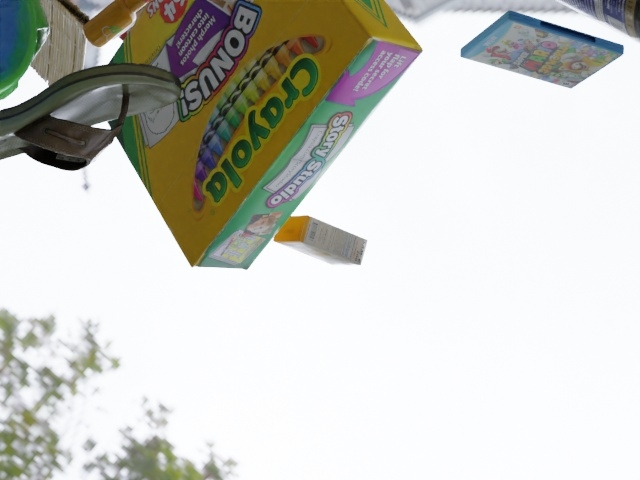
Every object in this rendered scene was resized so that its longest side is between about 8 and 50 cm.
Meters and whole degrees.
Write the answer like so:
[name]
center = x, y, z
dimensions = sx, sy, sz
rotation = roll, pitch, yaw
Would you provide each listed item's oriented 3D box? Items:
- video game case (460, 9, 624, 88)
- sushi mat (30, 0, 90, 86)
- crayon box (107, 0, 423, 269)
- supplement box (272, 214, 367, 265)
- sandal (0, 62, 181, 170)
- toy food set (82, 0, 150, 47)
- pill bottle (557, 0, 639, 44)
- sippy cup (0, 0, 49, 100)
[video game case]
center = 0.274, -0.235, 1.748
dimensions = 0.119, 0.166, 0.015
rotation = 147, -48, -61
[sushi mat]
center = -0.419, -0.315, 2.195
dimensions = 0.151, 0.316, 0.019
rotation = 46, -112, 5
[crayon box]
center = -0.091, -0.199, 1.673
dimensions = 0.363, 0.106, 0.313
rotation = -51, -126, 27
[supplement box]
center = 0.000, 0.000, 1.737
dimensions = 0.062, 0.098, 0.036
rotation = 0, -109, 54
[sandal]
center = -0.290, -0.111, 1.536
dimensions = 0.303, 0.120, 0.086
rotation = -21, -103, -2
[toy food set]
center = -0.229, -0.286, 2.005
dimensions = 0.104, 0.232, 0.111
rotation = -35, -133, 17
[pill bottle]
center = 0.283, -0.280, 1.389
dimensions = 0.123, 0.123, 0.219
rotation = -46, -129, -8
[sippy cup]
center = -0.447, -0.199, 1.448
dimensions = 0.224, 0.305, 0.240
rotation = -30, -139, 42
